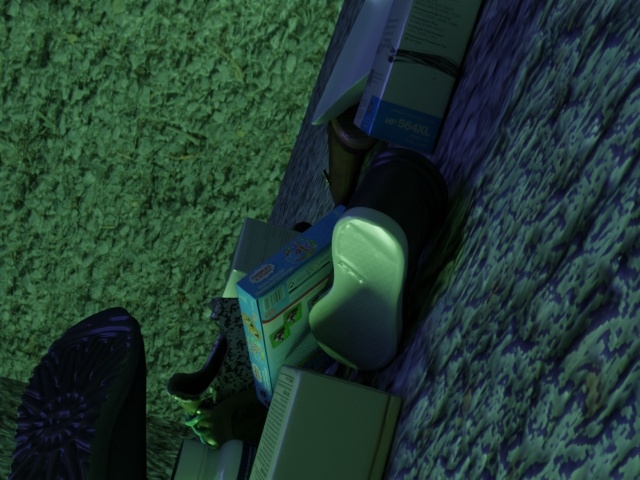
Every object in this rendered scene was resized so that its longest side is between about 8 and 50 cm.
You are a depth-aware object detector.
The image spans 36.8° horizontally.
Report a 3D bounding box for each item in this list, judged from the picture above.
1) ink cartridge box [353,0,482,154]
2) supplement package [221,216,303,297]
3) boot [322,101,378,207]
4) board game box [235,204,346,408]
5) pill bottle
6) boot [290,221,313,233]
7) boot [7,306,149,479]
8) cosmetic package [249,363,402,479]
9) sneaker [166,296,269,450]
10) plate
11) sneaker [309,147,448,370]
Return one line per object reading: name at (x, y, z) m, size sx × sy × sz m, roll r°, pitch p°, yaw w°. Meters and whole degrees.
ink cartridge box at (0.116, -0.220, 1.174) m, size 0.148 × 0.086 × 0.203 m, roll -108°, pitch 36°, yaw -77°
supplement package at (-0.041, 0.058, 1.371) m, size 0.105 × 0.179 × 0.105 m, roll 114°, pitch 170°, yaw -46°
boot at (0.054, -0.141, 1.616) m, size 0.248 × 0.090 × 0.206 m, roll -95°, pitch 8°, yaw -59°
board game box at (-0.015, 0.082, 1.100) m, size 0.160 × 0.039 × 0.211 m, roll -37°, pitch -37°, yaw -27°
pill bottle at (-0.080, 0.294, 1.121) m, size 0.112 × 0.187 × 0.112 m, roll -163°, pitch 90°, yaw -82°
boot at (0.000, 0.000, 1.676) m, size 0.197 × 0.077 × 0.137 m, roll -103°, pitch 32°, yaw -49°
boot at (-0.207, 0.356, 1.222) m, size 0.367 × 0.146 × 0.445 m, roll -84°, pitch -29°, yaw -48°
cosmetic package at (-0.022, 0.291, 0.991) m, size 0.160 × 0.113 × 0.309 m, roll 155°, pitch 130°, yaw -81°
sneaker at (-0.127, 0.225, 1.307) m, size 0.158 × 0.182 × 0.410 m, roll -114°, pitch 39°, yaw -61°
plate at (0.100, -0.319, 1.445) m, size 0.278 × 0.045 × 0.277 m, roll -30°, pitch 35°, yaw 63°
sneaker at (0.068, 0.023, 1.025) m, size 0.147 × 0.105 × 0.295 m, roll -57°, pitch -14°, yaw -34°
